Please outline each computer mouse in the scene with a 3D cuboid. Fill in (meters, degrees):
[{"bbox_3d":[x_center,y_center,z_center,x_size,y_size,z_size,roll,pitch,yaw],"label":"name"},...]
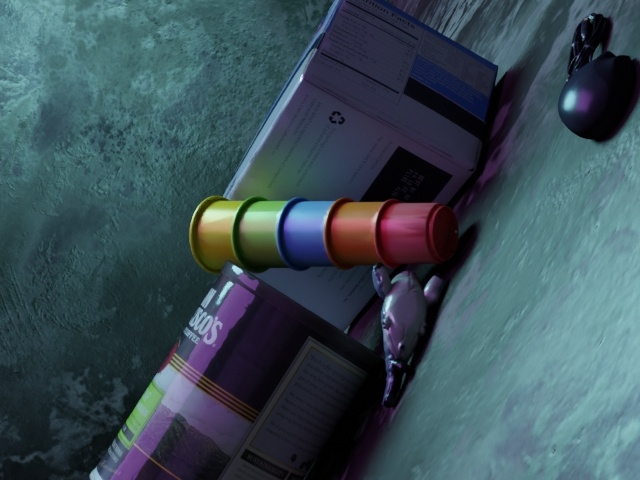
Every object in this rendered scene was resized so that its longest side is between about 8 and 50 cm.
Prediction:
[{"bbox_3d":[0.237,-0.158,0.984,0.071,0.041,0.242,-58,7,28],"label":"computer mouse"}]

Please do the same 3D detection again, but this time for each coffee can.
[{"bbox_3d":[-0.090,0.190,1.191,0.275,0.202,0.201,-58,7,-5],"label":"coffee can"}]

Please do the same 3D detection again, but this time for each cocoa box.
[{"bbox_3d":[0.032,-0.100,1.395,0.347,0.231,0.228,-55,10,43],"label":"cocoa box"}]

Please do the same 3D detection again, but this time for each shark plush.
[{"bbox_3d":[0.089,0.095,1.108,0.067,0.073,0.161,96,173,-54],"label":"shark plush"}]

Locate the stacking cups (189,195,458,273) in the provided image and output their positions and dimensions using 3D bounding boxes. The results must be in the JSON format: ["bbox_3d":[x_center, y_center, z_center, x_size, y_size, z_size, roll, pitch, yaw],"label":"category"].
[{"bbox_3d":[0.000,0.000,1.219,0.316,0.096,0.096,3,56,36],"label":"stacking cups"}]
